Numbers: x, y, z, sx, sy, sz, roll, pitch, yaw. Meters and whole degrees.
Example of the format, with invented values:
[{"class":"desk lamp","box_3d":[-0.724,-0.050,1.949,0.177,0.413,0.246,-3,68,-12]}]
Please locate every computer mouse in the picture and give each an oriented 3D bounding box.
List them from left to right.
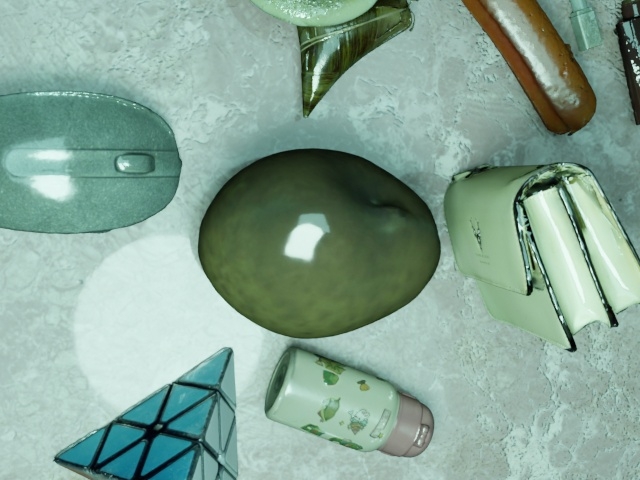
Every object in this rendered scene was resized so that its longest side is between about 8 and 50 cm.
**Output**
[{"class":"computer mouse","box_3d":[-0.383,-0.108,1.466,0.374,0.114,0.203,-3,92,-11]}]

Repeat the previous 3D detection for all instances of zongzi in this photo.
[{"class":"zongzi","box_3d":[0.058,-0.279,1.547,0.187,0.084,0.184,-3,92,-8]}]

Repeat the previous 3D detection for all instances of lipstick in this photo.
[{"class":"lipstick","box_3d":[0.412,-0.367,1.632,0.030,0.030,0.129,-18,95,-8]}]

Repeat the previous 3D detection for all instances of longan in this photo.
[{"class":"longan","box_3d":[0.000,0.000,1.463,0.350,0.288,0.288,3,92,-18]}]

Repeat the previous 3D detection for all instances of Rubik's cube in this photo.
[{"class":"Rubik's cube","box_3d":[-0.213,0.324,1.501,0.229,0.233,0.228,54,127,27]}]

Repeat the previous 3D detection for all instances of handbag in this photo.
[{"class":"handbag","box_3d":[0.300,0.006,1.466,0.160,0.358,0.236,-24,96,-6]}]

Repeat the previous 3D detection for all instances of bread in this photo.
[{"class":"bread","box_3d":[-0.012,-0.433,1.504,0.267,0.040,0.267,2,70,-6]}]

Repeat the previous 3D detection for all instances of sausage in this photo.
[{"class":"sausage","box_3d":[0.319,-0.309,1.588,0.102,0.102,0.330,-37,97,-6]}]

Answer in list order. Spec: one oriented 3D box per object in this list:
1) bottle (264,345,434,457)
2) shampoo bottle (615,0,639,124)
[{"class":"bottle","box_3d":[0.050,0.254,1.557,0.253,0.120,0.120,22,89,-12]},{"class":"shampoo bottle","box_3d":[0.507,-0.303,1.632,0.067,0.068,0.236,-14,94,-7]}]
